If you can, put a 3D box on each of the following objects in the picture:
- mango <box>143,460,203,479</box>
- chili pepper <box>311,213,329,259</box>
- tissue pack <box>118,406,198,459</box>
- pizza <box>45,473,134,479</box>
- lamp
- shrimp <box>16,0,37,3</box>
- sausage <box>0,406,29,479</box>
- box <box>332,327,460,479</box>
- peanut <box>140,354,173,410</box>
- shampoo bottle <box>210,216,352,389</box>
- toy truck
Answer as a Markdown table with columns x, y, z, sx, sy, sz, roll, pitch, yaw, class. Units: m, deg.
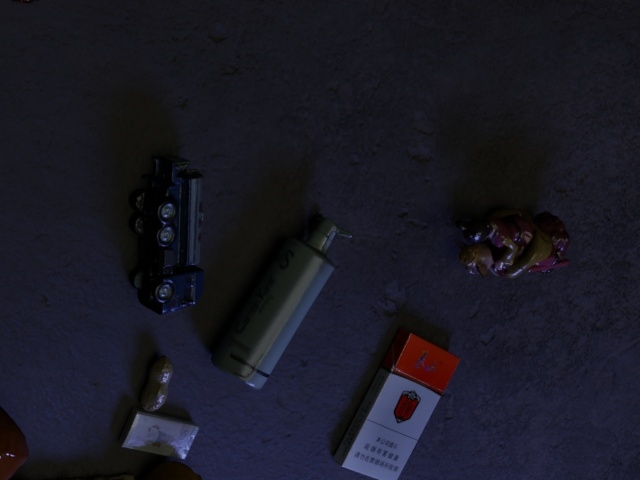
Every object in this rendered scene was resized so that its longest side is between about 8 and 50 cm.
| x | y | z | sx | sy | sz | roll | pitch | yaw | class |
| --- | --- | --- | --- | --- | --- | --- | --- | --- | --- |
| -0.206 | 0.425 | 1.409 | 0.147 | 0.109 | 0.227 | 3 | 98 | -2 | mango |
| 0.001 | 0.000 | 1.467 | 0.030 | 0.017 | 0.083 | -18 | 115 | -31 | chili pepper |
| -0.228 | 0.274 | 1.399 | 0.108 | 0.023 | 0.056 | 21 | 93 | -37 | tissue pack |
| -0.333 | 0.379 | 1.340 | 0.198 | 0.062 | 0.188 | -28 | 122 | -25 | pizza |
| 0.300 | 0.010 | 1.616 | 0.253 | 0.118 | 0.118 | -6 | 109 | -40 | lamp |
| -0.349 | -0.318 | 1.111 | 0.127 | 0.025 | 0.091 | 12 | 100 | -40 | shrimp |
| -0.461 | 0.221 | 1.156 | 0.258 | 0.133 | 0.133 | 38 | 83 | -38 | sausage |
| 0.128 | 0.278 | 1.640 | 0.139 | 0.035 | 0.245 | 30 | 88 | -37 | box |
| -0.226 | 0.198 | 1.368 | 0.037 | 0.037 | 0.083 | 4 | 105 | -36 | peanut |
| -0.054 | 0.083 | 1.415 | 0.085 | 0.085 | 0.262 | 35 | 85 | -37 | shampoo bottle |
| -0.198 | -0.010 | 1.298 | 0.088 | 0.074 | 0.202 | -11 | 111 | -41 | toy truck |
